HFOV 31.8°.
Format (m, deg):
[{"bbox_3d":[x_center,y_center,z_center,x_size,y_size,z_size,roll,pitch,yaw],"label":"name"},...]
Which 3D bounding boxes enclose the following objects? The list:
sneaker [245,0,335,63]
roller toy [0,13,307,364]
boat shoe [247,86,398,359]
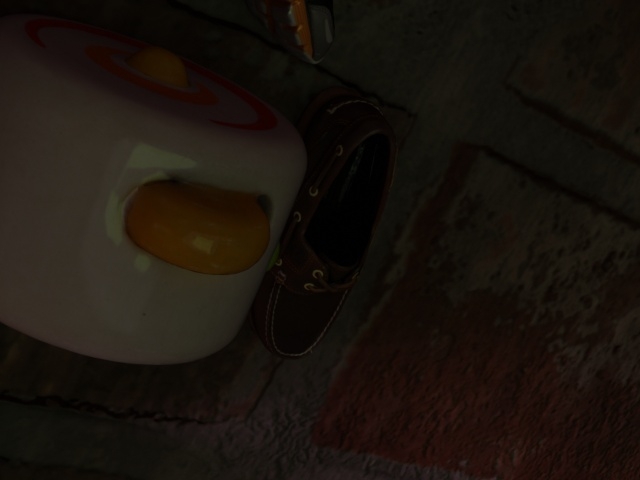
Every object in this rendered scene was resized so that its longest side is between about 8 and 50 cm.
[{"bbox_3d":[-0.014,-0.204,0.645,0.083,0.084,0.215,-25,126,-21],"label":"sneaker"},{"bbox_3d":[-0.111,-0.036,0.614,0.191,0.209,0.146,24,106,1],"label":"roller toy"},{"bbox_3d":[0.000,0.000,0.780,0.073,0.073,0.207,-2,120,-30],"label":"boat shoe"}]
